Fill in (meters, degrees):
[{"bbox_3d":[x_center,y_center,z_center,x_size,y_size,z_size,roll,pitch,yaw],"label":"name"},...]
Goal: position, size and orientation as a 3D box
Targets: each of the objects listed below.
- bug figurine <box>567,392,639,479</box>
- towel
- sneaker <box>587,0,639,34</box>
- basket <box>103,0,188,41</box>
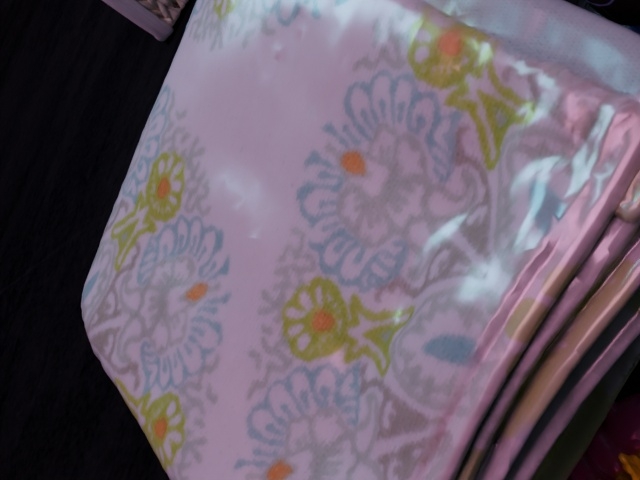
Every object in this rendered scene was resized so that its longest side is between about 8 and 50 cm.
[{"bbox_3d":[0.080,0.105,0.524,0.216,0.072,0.279,-51,43,28],"label":"bug figurine"},{"bbox_3d":[0.000,0.000,0.514,0.374,0.090,0.320,45,113,45],"label":"towel"},{"bbox_3d":[0.218,-0.225,0.532,0.232,0.090,0.081,-61,36,6],"label":"sneaker"},{"bbox_3d":[-0.220,-0.315,1.075,0.103,0.167,0.113,-53,37,8],"label":"basket"}]
